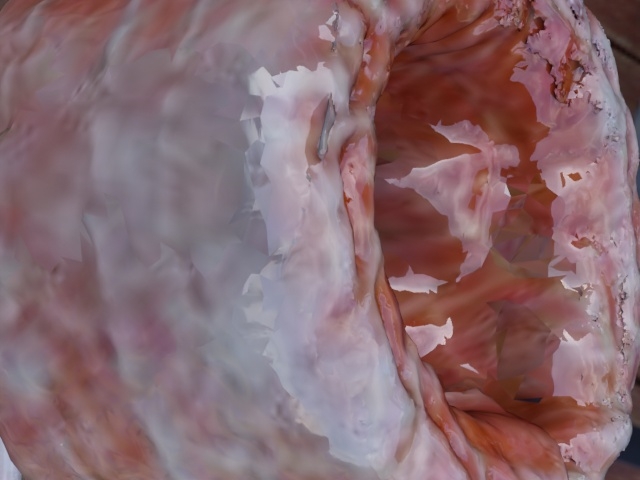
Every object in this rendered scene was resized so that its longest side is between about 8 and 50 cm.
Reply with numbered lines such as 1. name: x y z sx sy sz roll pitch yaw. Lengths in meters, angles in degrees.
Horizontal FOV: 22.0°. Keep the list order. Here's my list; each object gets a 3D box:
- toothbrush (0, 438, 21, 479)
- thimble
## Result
1. toothbrush: -0.201 0.174 1.038 0.025 0.029 0.307 1 97 -22
2. thimble: 0.000 0.000 0.548 0.239 0.162 0.239 18 69 -54
